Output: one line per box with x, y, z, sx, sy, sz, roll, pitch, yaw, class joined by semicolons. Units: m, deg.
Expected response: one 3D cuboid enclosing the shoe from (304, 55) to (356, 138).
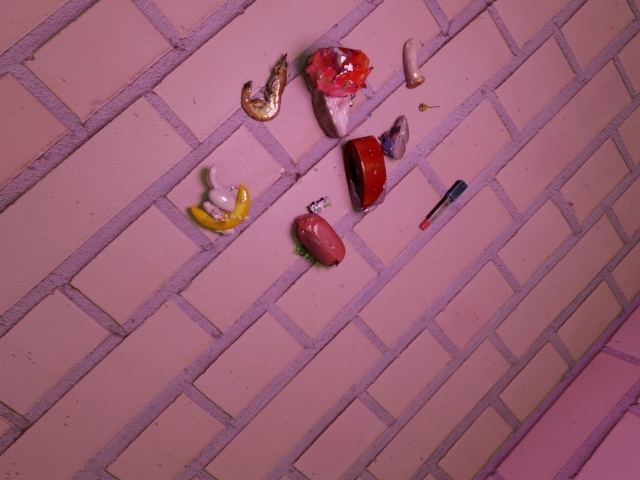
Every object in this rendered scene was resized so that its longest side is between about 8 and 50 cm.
0.073;-0.617;1.819;0.198;0.172;0.351;-21;103;-14;shoe

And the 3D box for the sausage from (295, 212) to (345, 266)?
0.000;0.000;1.898;0.152;0.152;0.280;-42;109;-8;sausage

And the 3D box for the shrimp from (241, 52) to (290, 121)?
-0.226;-0.644;1.784;0.169;0.058;0.296;15;96;-17;shrimp

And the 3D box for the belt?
0.195;-0.288;1.881;0.115;0.227;0.324;-14;115;-12;belt

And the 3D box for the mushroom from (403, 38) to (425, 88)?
0.418;-0.801;1.956;0.071;0.084;0.209;-17;101;-36;mushroom

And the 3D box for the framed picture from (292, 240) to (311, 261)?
-0.075;0.048;1.956;0.089;0.006;0.066;30;89;-19;framed picture

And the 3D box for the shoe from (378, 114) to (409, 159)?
0.334;-0.469;1.978;0.099;0.125;0.228;48;53;-52;shoe

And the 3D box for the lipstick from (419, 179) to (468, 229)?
0.599;-0.170;2.121;0.051;0.051;0.312;44;86;-19;lipstick

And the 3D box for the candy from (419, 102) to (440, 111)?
0.520;-0.631;2.039;0.122;0.035;0.035;-10;133;-25;candy

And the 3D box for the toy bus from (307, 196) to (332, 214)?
-0.003;-0.154;1.927;0.102;0.052;0.058;-28;105;-14;toy bus

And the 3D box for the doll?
-0.402;-0.151;1.771;0.252;0.111;0.237;35;102;-20;doll

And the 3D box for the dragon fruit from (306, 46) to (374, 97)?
0.081;-0.645;1.667;0.273;0.126;0.161;1;89;-4;dragon fruit
